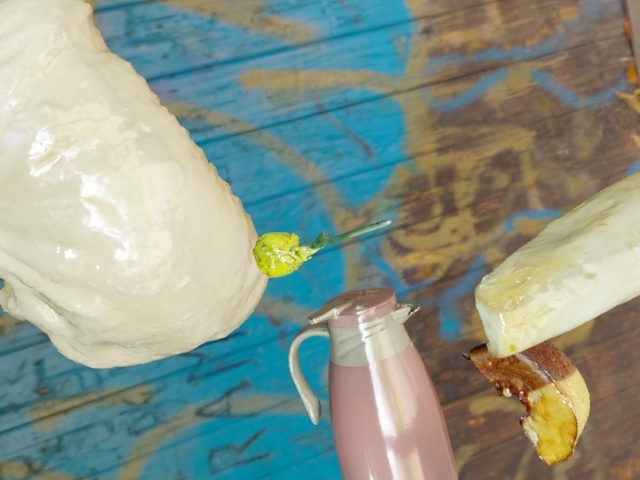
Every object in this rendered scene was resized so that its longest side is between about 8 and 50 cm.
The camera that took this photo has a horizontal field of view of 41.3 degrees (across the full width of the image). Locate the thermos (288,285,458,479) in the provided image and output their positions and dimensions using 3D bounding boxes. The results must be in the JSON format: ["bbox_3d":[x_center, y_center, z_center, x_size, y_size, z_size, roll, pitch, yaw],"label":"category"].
[{"bbox_3d":[0.060,0.190,1.049,0.146,0.177,0.264,-59,-44,-70],"label":"thermos"}]

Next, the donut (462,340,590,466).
[{"bbox_3d":[0.343,0.230,1.311,0.217,0.085,0.141,58,143,4],"label":"donut"}]

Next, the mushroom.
[{"bbox_3d":[0.252,-0.001,0.698,0.107,0.333,0.087,18,128,63],"label":"mushroom"}]

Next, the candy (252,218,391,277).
[{"bbox_3d":[0.000,0.000,0.623,0.123,0.035,0.035,-17,88,37],"label":"candy"}]

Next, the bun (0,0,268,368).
[{"bbox_3d":[-0.213,-0.035,0.760,0.365,0.219,0.365,49,171,11],"label":"bun"}]
